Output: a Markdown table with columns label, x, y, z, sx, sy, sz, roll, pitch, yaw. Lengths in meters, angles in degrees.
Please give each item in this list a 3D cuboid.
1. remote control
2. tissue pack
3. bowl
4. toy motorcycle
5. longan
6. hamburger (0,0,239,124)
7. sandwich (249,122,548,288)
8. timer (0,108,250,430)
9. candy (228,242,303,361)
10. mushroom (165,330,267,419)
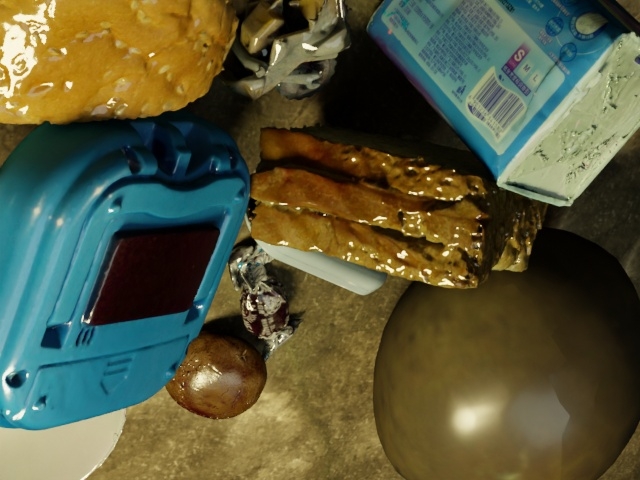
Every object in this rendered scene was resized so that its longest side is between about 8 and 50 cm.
| label | x | y | z | sx | sy | sz | roll | pitch | yaw |
| --- | --- | --- | --- | --- | --- | --- | --- | --- | --- |
| remote control | 0.000 | 0.000 | 1.957 | 0.047 | 0.087 | 0.244 | -29 | 150 | 27 |
| tissue pack | 0.203 | -0.195 | 1.722 | 0.146 | 0.263 | 0.198 | 18 | 118 | -48 |
| bowl | -0.367 | 0.177 | 1.839 | 0.287 | 0.144 | 0.287 | -20 | 143 | -16 |
| toy motorcycle | -0.040 | -0.221 | 1.663 | 0.129 | 0.094 | 0.229 | -17 | 137 | -19 |
| longan | 0.240 | 0.168 | 2.144 | 0.404 | 0.336 | 0.404 | -58 | 173 | -12 |
| hamburger | -0.214 | -0.226 | 1.464 | 0.330 | 0.162 | 0.209 | -8 | 139 | -24 |
| sandwich | 0.095 | -0.040 | 1.817 | 0.325 | 0.262 | 0.131 | -13 | 114 | -68 |
| timer | -0.204 | 0.027 | 1.615 | 0.340 | 0.115 | 0.309 | -7 | 122 | -61 |
| candy | -0.060 | 0.071 | 2.031 | 0.094 | 0.051 | 0.226 | -24 | 144 | -17 |
| mushroom | -0.127 | 0.160 | 2.060 | 0.127 | 0.087 | 0.127 | -5 | 126 | -7 |
